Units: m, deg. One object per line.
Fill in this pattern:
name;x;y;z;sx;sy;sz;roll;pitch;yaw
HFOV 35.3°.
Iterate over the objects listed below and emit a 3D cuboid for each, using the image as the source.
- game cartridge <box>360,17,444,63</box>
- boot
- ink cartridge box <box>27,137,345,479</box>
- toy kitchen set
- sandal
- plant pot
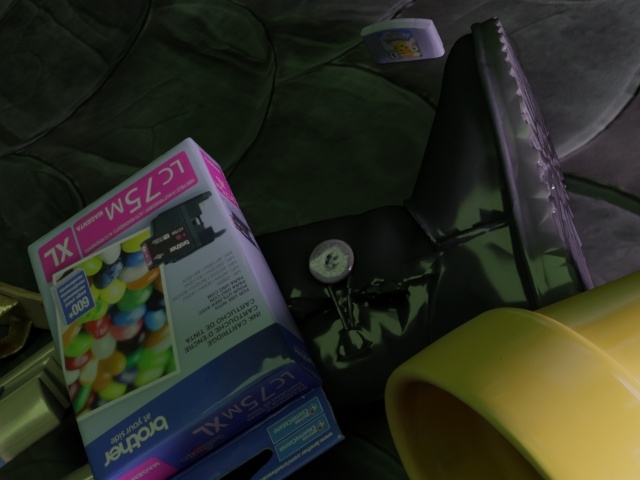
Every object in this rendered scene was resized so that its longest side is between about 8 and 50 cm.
game cartridge;0.089;-0.220;1.103;0.083;0.056;0.017;-2;55;27
boot;0.000;0.001;0.936;0.445;0.146;0.367;-20;47;19
ink cartridge box;-0.122;0.076;0.823;0.186;0.065;0.311;-33;55;7
toy kitchen set;-0.257;0.211;0.952;0.122;0.166;0.207;-36;11;-2
sandal;-0.343;0.092;1.069;0.240;0.088;0.079;1;50;23
plant pot;0.210;0.128;0.660;0.239;0.254;0.254;-32;45;-18
